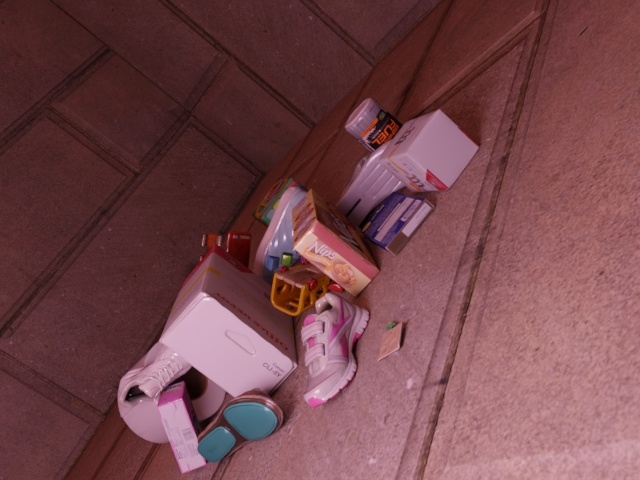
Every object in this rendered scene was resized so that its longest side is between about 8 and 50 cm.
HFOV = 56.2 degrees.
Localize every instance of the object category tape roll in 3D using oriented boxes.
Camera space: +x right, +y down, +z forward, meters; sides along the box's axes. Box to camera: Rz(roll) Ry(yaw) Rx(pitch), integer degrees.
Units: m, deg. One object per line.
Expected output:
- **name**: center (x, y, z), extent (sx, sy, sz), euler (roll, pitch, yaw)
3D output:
- **tape roll**: center (-0.404, 0.406, 1.637), extent (0.169, 0.246, 0.246), euler (-42, 17, 35)

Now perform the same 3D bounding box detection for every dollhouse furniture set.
- **dollhouse furniture set**: center (-0.293, 0.098, 2.094), extent (0.135, 0.262, 0.259), euler (-173, 89, -76)

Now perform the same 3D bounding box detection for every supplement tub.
- **supplement tub**: center (0.173, -0.302, 1.697), extent (0.117, 0.190, 0.117), euler (-48, 14, 17)

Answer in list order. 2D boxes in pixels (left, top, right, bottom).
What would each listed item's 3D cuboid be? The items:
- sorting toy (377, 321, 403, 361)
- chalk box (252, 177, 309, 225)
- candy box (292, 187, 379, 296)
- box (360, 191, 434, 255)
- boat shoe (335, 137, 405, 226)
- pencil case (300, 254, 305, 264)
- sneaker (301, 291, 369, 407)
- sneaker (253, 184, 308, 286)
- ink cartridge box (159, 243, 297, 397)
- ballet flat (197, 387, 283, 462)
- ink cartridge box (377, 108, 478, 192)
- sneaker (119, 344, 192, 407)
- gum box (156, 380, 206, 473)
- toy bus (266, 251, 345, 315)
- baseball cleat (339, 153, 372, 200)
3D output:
- **sorting toy**: center (0.125, 0.166, 1.042), extent (0.062, 0.012, 0.083), euler (-46, 18, 40)
- **chalk box**: center (-0.102, -0.098, 2.078), extent (0.180, 0.179, 0.289), euler (-54, 14, -6)
- **candy box**: center (0.027, -0.006, 1.432), extent (0.087, 0.183, 0.316), euler (-49, 14, 12)
- **box**: center (0.170, -0.045, 1.379), extent (0.136, 0.036, 0.225), euler (-51, 15, 0)
- **boat shoe**: center (0.142, -0.163, 1.588), extent (0.335, 0.121, 0.119), euler (-43, 13, 25)
- **pencil case**: center (0.000, 0.000, 1.693), extent (0.104, 0.104, 0.236), euler (-46, 13, 22)
- **sneaker**: center (0.006, 0.199, 1.132), extent (0.103, 0.111, 0.252), euler (-41, 17, 36)
- **sneaker**: center (-0.094, 0.020, 1.876), extent (0.135, 0.150, 0.366), euler (-4, -64, -61)
- **ink cartridge box**: center (-0.217, 0.197, 1.488), extent (0.160, 0.279, 0.384), euler (-48, 14, 8)
- **ballet flat**: center (-0.162, 0.371, 1.266), extent (0.316, 0.107, 0.106), euler (-39, 5, 40)
- **ink cartridge box**: center (0.238, -0.195, 1.355), extent (0.127, 0.128, 0.176), euler (-54, 13, -7)
- **sneaker**: center (-0.382, 0.326, 1.429), extent (0.232, 0.090, 0.115), euler (-38, 18, 4)
- **gum box**: center (-0.327, 0.449, 1.436), extent (0.062, 0.188, 0.107), euler (-18, 11, -7)
- **toy bus**: center (-0.031, 0.114, 1.465), extent (0.191, 0.202, 0.104), euler (-117, 36, -67)
- **baseball cleat**: center (0.110, -0.178, 1.836), extent (0.206, 0.072, 0.109), euler (-55, 7, -28)
